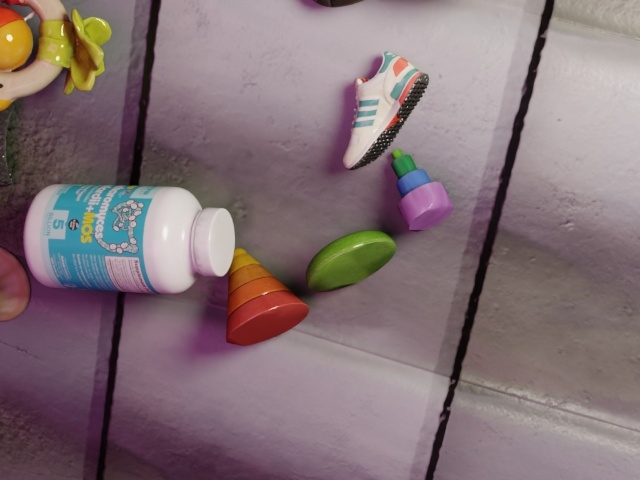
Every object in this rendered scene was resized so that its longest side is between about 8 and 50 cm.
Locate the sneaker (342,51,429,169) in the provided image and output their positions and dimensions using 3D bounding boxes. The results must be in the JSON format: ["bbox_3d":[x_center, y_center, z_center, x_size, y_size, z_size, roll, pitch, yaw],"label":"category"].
[{"bbox_3d":[0.067,-0.166,1.399,0.075,0.057,0.161,44,118,17],"label":"sneaker"}]

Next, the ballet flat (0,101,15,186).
[{"bbox_3d":[-0.452,-0.158,1.566,0.049,0.057,0.173,3,117,-28],"label":"ballet flat"}]

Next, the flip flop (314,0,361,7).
[{"bbox_3d":[0.101,-0.341,1.313,0.277,0.080,0.112,-5,113,34],"label":"flip flop"}]

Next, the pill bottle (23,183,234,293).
[{"bbox_3d":[-0.255,-0.002,1.498,0.264,0.146,0.146,2,109,16],"label":"pill bottle"}]

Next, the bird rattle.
[{"bbox_3d":[-0.390,-0.284,1.411,0.207,0.143,0.253,-39,105,-7],"label":"bird rattle"}]

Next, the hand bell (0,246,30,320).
[{"bbox_3d":[-0.530,0.104,1.567,0.126,0.242,0.126,6,111,15],"label":"hand bell"}]

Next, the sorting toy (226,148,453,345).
[{"bbox_3d":[0.000,0.000,1.464,0.365,0.127,0.126,-35,66,22],"label":"sorting toy"}]
